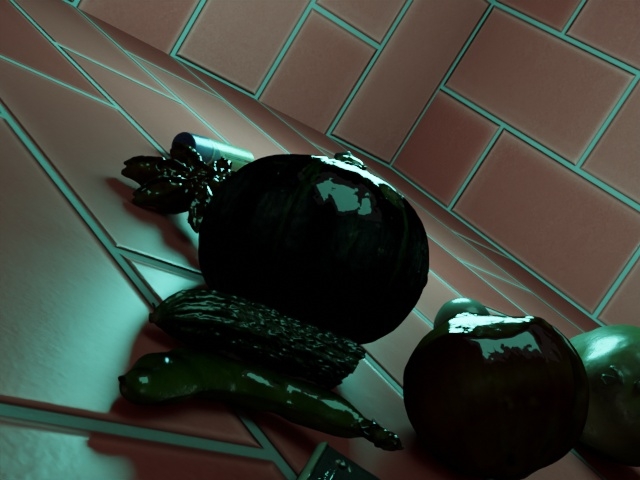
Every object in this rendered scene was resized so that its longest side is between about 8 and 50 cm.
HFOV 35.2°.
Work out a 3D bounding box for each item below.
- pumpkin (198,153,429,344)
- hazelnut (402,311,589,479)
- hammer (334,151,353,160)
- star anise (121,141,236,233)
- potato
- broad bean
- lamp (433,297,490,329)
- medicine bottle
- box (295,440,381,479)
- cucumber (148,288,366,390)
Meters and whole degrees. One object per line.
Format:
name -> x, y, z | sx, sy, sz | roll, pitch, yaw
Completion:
pumpkin -> 0.000, 0.000, 1.293 | 0.315, 0.238, 0.315 | 17, -5, 2
hazelnut -> 0.209, 0.191, 1.238 | 0.251, 0.217, 0.217 | 6, 26, -46
hammer -> 0.065, -0.079, 2.045 | 0.137, 0.037, 0.290 | 43, -19, 36
star anise -> -0.167, -0.083, 1.551 | 0.288, 0.088, 0.288 | 11, 21, -4
potato -> 0.509, 0.258, 1.676 | 0.243, 0.221, 0.326 | 42, 0, -2
broad bean -> -0.066, 0.145, 0.954 | 0.292, 0.049, 0.144 | 18, 1, -27
lamp -> 0.245, 0.151, 1.729 | 0.105, 0.105, 0.105 | 31, 10, -6
medicine bottle -> -0.213, -0.172, 2.020 | 0.059, 0.059, 0.231 | 36, 12, 23
box -> 0.087, 0.280, 0.839 | 0.270, 0.045, 0.211 | 33, 12, 7
cucumber -> -0.068, 0.105, 1.112 | 0.265, 0.077, 0.077 | 27, 12, -33
